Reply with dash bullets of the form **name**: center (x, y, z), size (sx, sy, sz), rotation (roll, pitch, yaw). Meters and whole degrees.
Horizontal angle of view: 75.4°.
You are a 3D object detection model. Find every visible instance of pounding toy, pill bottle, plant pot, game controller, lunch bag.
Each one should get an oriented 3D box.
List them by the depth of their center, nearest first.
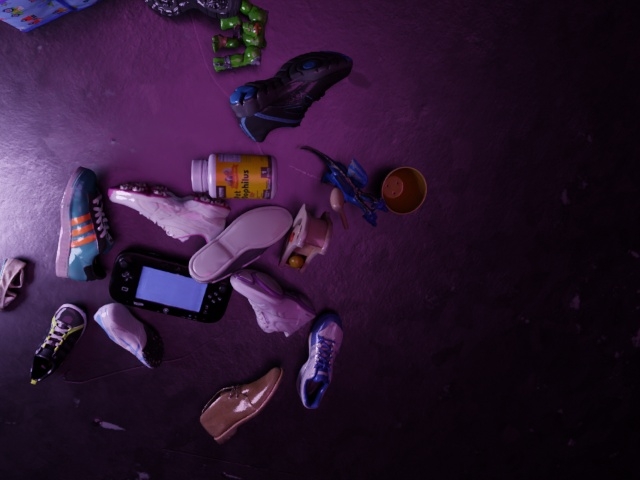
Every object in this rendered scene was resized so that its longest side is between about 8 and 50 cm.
- **lunch bag**: center (-0.554, -0.562, 0.869), size (0.293, 0.221, 0.138), rotation (-16, 107, -7)
- **pill bottle**: center (-0.224, -0.168, 1.092), size (0.215, 0.117, 0.117), rotation (-1, 104, -12)
- **pounding toy**: center (0.000, 0.000, 1.121), size (0.155, 0.154, 0.269), rotation (19, 134, -15)
- **game controller**: center (-0.412, 0.132, 1.155), size (0.319, 0.067, 0.166), rotation (17, 100, -15)
- **plant pot**: center (0.226, -0.149, 1.203), size (0.134, 0.095, 0.134), rotation (-3, 104, -11)

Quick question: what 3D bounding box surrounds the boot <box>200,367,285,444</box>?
- **boot**: center (-0.240, 0.482, 1.265), size (0.305, 0.112, 0.115), rotation (-43, 98, 3)

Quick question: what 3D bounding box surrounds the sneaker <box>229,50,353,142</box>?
- **sneaker**: center (-0.066, -0.385, 1.091), size (0.341, 0.125, 0.140), rotation (-27, 135, -7)

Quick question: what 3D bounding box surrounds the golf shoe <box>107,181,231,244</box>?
- **golf shoe**: center (-0.398, -0.067, 1.087), size (0.306, 0.115, 0.140), rotation (12, 105, -13)

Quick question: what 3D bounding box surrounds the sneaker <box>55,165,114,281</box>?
- **sneaker**: center (-0.586, -0.035, 1.061), size (0.121, 0.108, 0.302), rotation (12, 109, -15)

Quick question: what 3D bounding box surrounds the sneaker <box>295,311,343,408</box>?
- **sneaker**: center (0.011, 0.373, 1.272), size (0.112, 0.131, 0.296), rotation (13, 99, -13)

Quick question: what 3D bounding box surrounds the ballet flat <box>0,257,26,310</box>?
- **ballet flat**: center (-0.812, 0.127, 1.077), size (0.052, 0.057, 0.168), rotation (20, 99, -26)

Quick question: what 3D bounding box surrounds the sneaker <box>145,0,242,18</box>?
- **sneaker**: center (-0.303, -0.601, 0.973), size (0.286, 0.109, 0.130), rotation (15, 57, 5)

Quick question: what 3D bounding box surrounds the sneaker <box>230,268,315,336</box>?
- **sneaker**: center (-0.147, 0.192, 1.173), size (0.152, 0.114, 0.305), rotation (-45, 128, 9)

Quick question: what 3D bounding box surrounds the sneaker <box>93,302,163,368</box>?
- **sneaker**: center (-0.533, 0.270, 1.167), size (0.086, 0.085, 0.237), rotation (-18, 117, 27)

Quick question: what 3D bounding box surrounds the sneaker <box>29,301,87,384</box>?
- **sneaker**: center (-0.707, 0.282, 1.114), size (0.084, 0.097, 0.235), rotation (25, 98, -17)

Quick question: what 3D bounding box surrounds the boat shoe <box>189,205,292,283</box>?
- **boat shoe**: center (-0.216, 0.013, 1.142), size (0.319, 0.099, 0.116), rotation (-36, 80, -25)

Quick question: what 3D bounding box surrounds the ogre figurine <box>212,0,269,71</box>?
- **ogre figurine**: center (-0.195, -0.515, 1.027), size (0.118, 0.097, 0.197), rotation (9, 69, -2)

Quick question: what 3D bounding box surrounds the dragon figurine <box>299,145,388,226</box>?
- **dragon figurine**: center (0.073, -0.166, 1.134), size (0.085, 0.144, 0.289), rotation (-42, 109, -12)
